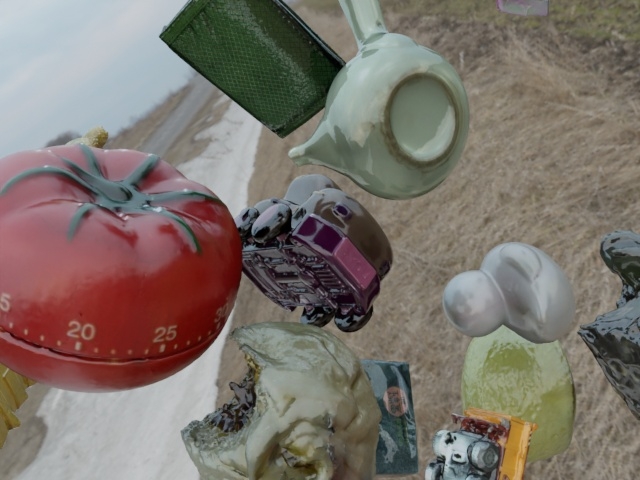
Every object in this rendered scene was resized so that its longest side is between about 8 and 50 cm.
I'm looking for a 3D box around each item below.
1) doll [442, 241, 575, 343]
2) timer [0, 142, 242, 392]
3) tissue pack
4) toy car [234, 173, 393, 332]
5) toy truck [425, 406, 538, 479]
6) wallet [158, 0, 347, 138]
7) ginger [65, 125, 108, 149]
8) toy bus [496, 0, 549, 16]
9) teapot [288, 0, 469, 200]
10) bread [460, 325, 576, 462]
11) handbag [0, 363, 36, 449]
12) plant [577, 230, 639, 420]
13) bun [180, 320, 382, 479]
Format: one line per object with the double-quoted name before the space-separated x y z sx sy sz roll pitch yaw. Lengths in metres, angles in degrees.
"doll" 0.357 0.118 1.216 0.221 0.221 0.251 -39 37 -11
"timer" -0.300 0.033 0.866 0.378 0.377 0.279 -80 9 -64
"tissue pack" 0.034 0.351 1.232 0.103 0.315 0.228 133 139 -56
"toy car" 0.000 0.000 1.139 0.340 0.271 0.240 -3 42 55
"toy truck" 0.224 0.385 0.909 0.114 0.135 0.271 -6 64 56
"wallet" -0.086 -0.258 0.861 0.160 0.236 0.055 -35 33 30
"ginger" -0.532 -0.122 1.267 0.298 0.065 0.118 -37 16 32
"toy bus" 0.394 -0.563 1.191 0.112 0.274 0.090 1 56 19
"teapot" 0.098 -0.215 0.837 0.149 0.219 0.319 7 85 60
"bread" 0.440 0.344 1.413 0.237 0.321 0.321 0 29 12
"handbag" -0.739 0.267 1.336 0.133 0.283 0.401 -29 20 -6
"plant" 0.488 0.115 0.875 0.188 0.276 0.199 -24 13 -25
"bun" -0.035 0.263 0.842 0.281 0.282 0.205 -37 23 -4
